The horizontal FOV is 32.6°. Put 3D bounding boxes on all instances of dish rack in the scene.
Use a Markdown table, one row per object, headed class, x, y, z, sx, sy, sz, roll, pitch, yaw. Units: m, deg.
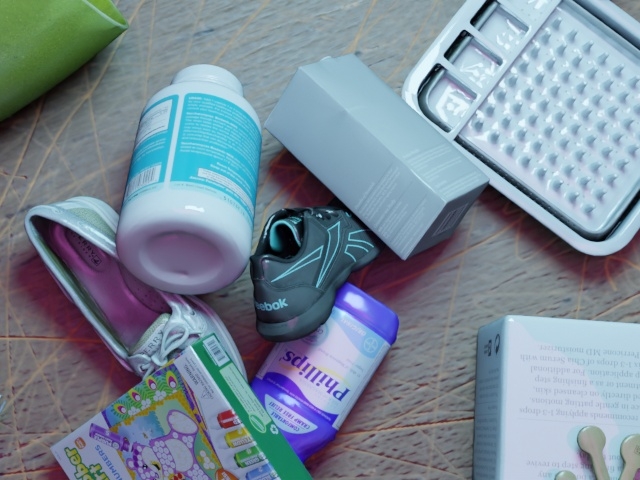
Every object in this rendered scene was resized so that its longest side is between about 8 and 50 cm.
| class | x | y | z | sx | sy | sz | roll | pitch | yaw |
| --- | --- | --- | --- | --- | --- | --- | --- | --- | --- |
| dish rack | 0.292 | -0.166 | 1.355 | 0.333 | 0.072 | 0.285 | 37 | 79 | 3 |

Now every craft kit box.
| class | x | y | z | sx | sy | sz | roll | pitch | yaw |
| --- | --- | --- | --- | --- | --- | --- | --- | --- | --- |
| craft kit box | -0.141 | 0.266 | 1.188 | 0.246 | 0.061 | 0.250 | -37 | 85 | 30 |

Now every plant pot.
| class | x | y | z | sx | sy | sz | roll | pitch | yaw |
| --- | --- | --- | --- | --- | --- | --- | --- | --- | --- |
| plant pot | -0.419 | -0.233 | 1.244 | 0.275 | 0.275 | 0.293 | 45 | 97 | 4 |

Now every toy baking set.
| class | x | y | z | sx | sy | sz | roll | pitch | yaw |
| --- | --- | --- | --- | --- | --- | --- | --- | --- | --- |
| toy baking set | 0.283 | 0.309 | 1.131 | 0.256 | 0.030 | 0.197 | -35 | 81 | -9 |

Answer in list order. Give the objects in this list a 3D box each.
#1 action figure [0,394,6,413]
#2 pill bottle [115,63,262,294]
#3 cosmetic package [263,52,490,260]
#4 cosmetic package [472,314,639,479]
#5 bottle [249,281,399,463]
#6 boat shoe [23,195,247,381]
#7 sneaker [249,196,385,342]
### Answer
| class | x | y | z | sx | sy | sz | roll | pitch | yaw |
| --- | --- | --- | --- | --- | --- | --- | --- | --- | --- |
| action figure | -0.484 | 0.176 | 1.231 | 0.285 | 0.099 | 0.185 | 45 | 75 | 1 |
| pill bottle | -0.142 | -0.080 | 1.239 | 0.146 | 0.146 | 0.264 | 6 | 49 | -3 |
| cosmetic package | 0.065 | -0.103 | 1.269 | 0.238 | 0.127 | 0.107 | 43 | 124 | 17 |
| cosmetic package | 0.292 | 0.321 | 1.223 | 0.230 | 0.161 | 0.453 | 5 | 80 | -3 |
| bottle | -0.023 | 0.181 | 1.261 | 0.118 | 0.092 | 0.283 | 33 | 80 | 6 |
| boat shoe | -0.213 | 0.081 | 1.243 | 0.118 | 0.103 | 0.320 | -42 | 82 | 18 |
| sneaker | 0.000 | 0.000 | 1.230 | 0.101 | 0.267 | 0.106 | -6 | 119 | 29 |
